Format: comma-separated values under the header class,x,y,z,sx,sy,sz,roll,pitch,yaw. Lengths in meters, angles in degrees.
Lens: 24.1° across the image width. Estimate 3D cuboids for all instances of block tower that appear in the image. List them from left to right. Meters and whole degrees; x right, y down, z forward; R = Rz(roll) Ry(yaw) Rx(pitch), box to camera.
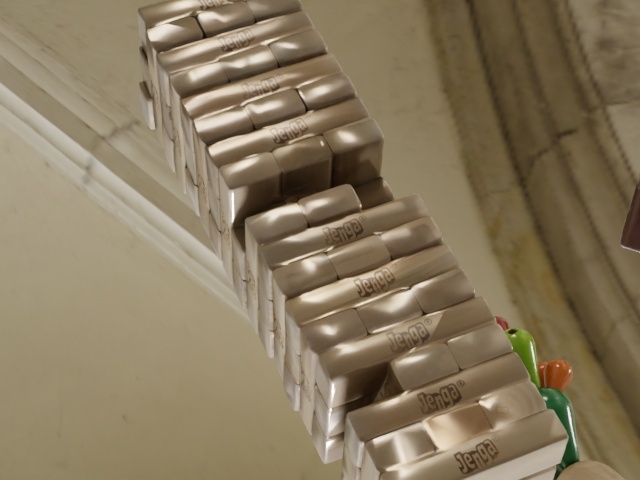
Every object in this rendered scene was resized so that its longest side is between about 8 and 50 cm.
class,x,y,z,sx,sy,sz,roll,pitch,yaw
block tower,0.000,0.000,0.780,0.097,0.335,0.091,-18,-32,-15

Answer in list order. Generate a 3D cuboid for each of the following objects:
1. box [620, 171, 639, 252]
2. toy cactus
class,x,y,z,sx,sy,sz,roll,pitch,yaw
box,0.382,-0.065,1.309,0.167,0.203,0.168,20,-70,19
toy cactus,0.158,0.168,1.042,0.112,0.180,0.219,-3,-86,-20
